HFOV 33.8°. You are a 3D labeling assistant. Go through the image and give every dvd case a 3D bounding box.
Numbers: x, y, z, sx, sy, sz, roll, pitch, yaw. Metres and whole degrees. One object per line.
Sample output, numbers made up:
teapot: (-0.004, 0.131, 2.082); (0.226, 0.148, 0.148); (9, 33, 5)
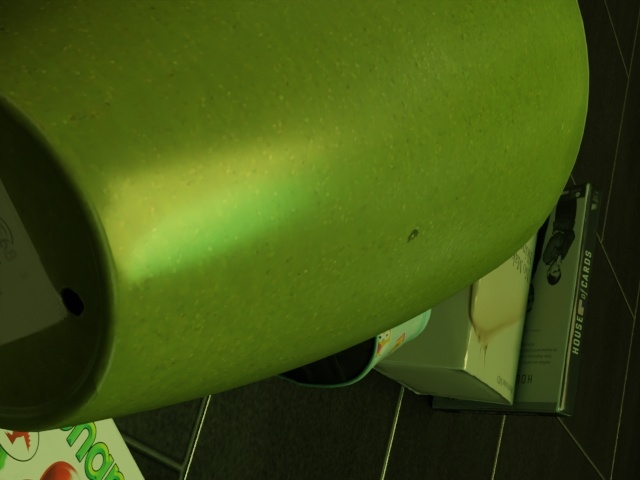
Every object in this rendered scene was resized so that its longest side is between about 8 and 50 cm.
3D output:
dvd case: (0.205, 0.065, 1.114); (0.029, 0.179, 0.239); (22, 71, -33)

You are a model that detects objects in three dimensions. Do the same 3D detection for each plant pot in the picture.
plant pot: (-0.053, -0.042, 0.476); (0.293, 0.274, 0.275); (-37, 124, -54)

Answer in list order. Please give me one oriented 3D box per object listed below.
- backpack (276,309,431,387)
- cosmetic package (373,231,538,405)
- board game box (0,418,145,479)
backpack: (0.000, 0.000, 0.733); (0.144, 0.165, 0.189); (-25, 118, -54)
cosmetic package: (0.142, -0.007, 1.052); (0.160, 0.113, 0.310); (36, 60, -57)
board game box: (-0.188, 0.120, 0.513); (0.193, 0.053, 0.305); (-58, 140, -43)
